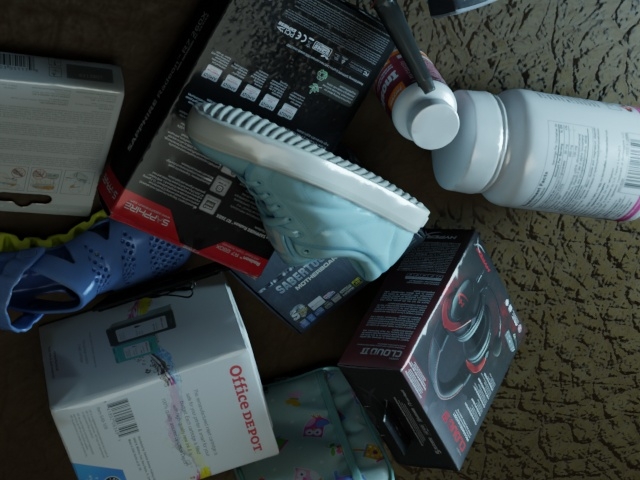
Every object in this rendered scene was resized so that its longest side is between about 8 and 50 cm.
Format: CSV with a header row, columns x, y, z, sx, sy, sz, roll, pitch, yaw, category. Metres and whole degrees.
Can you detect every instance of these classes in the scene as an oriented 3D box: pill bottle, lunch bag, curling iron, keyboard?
x,y,z,sx,sy,sz,roll,pitch,yaw,category
0.125,-0.181,1.943,0.086,0.152,0.086,-8,123,-12,pill bottle
-0.013,0.309,2.149,0.224,0.279,0.108,-19,136,-3,lunch bag
0.304,-0.118,2.033,0.283,0.160,0.160,7,120,-20,pill bottle
0.064,-0.298,1.846,0.068,0.035,0.274,-38,102,-40,curling iron
-0.203,0.069,2.022,0.192,0.100,0.038,-17,97,14,keyboard

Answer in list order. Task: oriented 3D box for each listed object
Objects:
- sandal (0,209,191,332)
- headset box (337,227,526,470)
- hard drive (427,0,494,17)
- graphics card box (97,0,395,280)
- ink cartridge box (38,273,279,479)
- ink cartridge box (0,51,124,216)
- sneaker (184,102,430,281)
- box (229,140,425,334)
x,y,z,sx,sy,sz,roll,pitch,yaw,category
-0.318,0.046,1.968,0.317,0.138,0.126,-15,126,-9,sandal
0.154,0.160,2.094,0.110,0.293,0.218,2,135,37,headset box
0.234,-0.388,1.861,0.254,0.054,0.172,-30,127,-19,hard drive
-0.092,-0.159,1.899,0.232,0.094,0.371,24,104,-28,graphics card box
-0.220,0.204,2.062,0.270,0.197,0.198,-17,125,-5,ink cartridge box
-0.363,-0.132,1.906,0.189,0.066,0.232,4,141,-19,ink cartridge box
-0.029,-0.042,1.845,0.366,0.135,0.150,25,98,-32,sneaker
0.000,0.000,2.080,0.232,0.059,0.183,-38,123,10,box
